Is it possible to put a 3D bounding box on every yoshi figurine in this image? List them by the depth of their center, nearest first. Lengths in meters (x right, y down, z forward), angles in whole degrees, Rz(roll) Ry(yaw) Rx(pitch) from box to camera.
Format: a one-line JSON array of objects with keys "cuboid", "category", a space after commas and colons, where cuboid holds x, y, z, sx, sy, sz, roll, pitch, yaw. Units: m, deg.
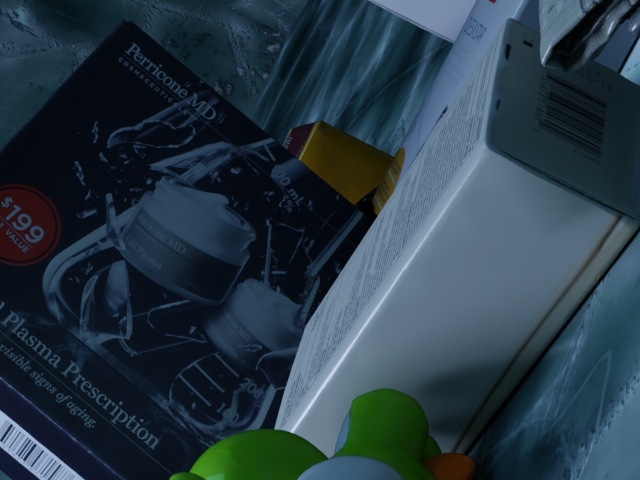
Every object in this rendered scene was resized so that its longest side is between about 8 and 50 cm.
[{"cuboid": [-0.035, 0.235, 1.176, 0.362, 0.203, 0.203, -65, -2, -47], "category": "yoshi figurine"}]

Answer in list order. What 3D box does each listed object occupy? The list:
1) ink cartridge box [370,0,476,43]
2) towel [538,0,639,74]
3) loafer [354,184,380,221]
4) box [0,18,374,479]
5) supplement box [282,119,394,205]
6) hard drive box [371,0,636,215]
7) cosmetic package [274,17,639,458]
[{"cuboid": [0.134, -0.349, 2.018, 0.171, 0.168, 0.233, -56, 11, 45], "category": "ink cartridge box"}, {"cuboid": [0.241, -0.281, 1.227, 0.312, 0.056, 0.324, -46, 24, 37], "category": "towel"}, {"cuboid": [0.093, -0.036, 1.676, 0.078, 0.080, 0.220, -30, -16, -48], "category": "loafer"}, {"cuboid": [-0.140, 0.058, 1.620, 0.312, 0.343, 0.179, -52, 2, -29], "category": "box"}, {"cuboid": [0.000, 0.000, 1.908, 0.191, 0.129, 0.194, -64, 8, -3], "category": "supplement box"}, {"cuboid": [0.135, -0.094, 1.488, 0.232, 0.089, 0.181, -62, 9, 8], "category": "hard drive box"}, {"cuboid": [0.088, 0.027, 1.315, 0.309, 0.113, 0.160, -58, 9, 37], "category": "cosmetic package"}]
